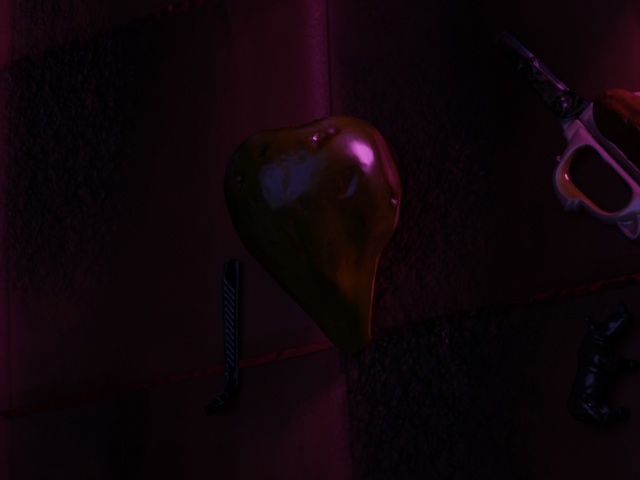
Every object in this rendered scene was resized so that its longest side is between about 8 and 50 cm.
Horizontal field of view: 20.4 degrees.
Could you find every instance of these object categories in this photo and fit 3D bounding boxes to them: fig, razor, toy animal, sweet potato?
[{"bbox_3d":[0.000,0.000,2.025,0.206,0.206,0.275,-8,93,30],"label":"fig"},{"bbox_3d":[-0.110,0.114,2.129,0.066,0.033,0.190,135,142,-64],"label":"razor"},{"bbox_3d":[0.296,0.127,1.859,0.065,0.047,0.135,10,85,42],"label":"toy animal"},{"bbox_3d":[0.414,-0.046,1.809,0.354,0.095,0.106,52,119,22],"label":"sweet potato"}]

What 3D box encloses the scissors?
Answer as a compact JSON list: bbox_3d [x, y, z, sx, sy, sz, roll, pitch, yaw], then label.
[{"bbox_3d":[0.285,-0.133,1.966,0.160,0.024,0.317,-46,56,11],"label":"scissors"}]
